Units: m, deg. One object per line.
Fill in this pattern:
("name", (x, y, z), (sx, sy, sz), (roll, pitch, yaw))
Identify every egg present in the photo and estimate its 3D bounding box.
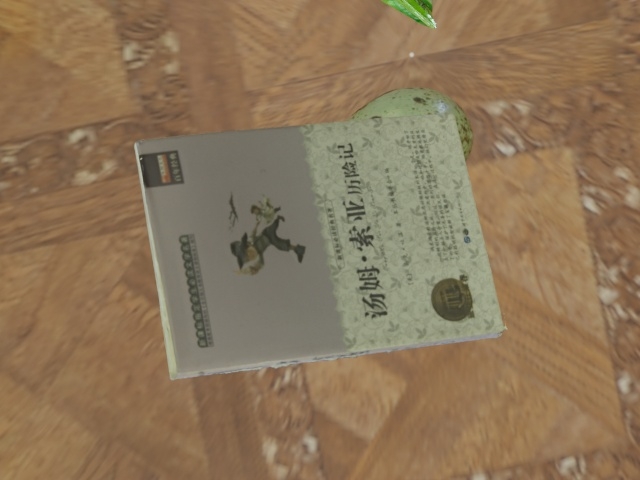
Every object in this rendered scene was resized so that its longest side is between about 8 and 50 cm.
("egg", (0.071, -0.085, 1.570), (0.110, 0.085, 0.085), (1, 96, 14))

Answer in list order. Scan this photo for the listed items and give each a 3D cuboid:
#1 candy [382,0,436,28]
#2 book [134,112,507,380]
("candy", (0.058, -0.250, 1.455), (0.102, 0.178, 0.032), (29, 141, -27))
("book", (0.000, 0.000, 0.972), (0.181, 0.014, 0.127), (-6, 75, -19))
